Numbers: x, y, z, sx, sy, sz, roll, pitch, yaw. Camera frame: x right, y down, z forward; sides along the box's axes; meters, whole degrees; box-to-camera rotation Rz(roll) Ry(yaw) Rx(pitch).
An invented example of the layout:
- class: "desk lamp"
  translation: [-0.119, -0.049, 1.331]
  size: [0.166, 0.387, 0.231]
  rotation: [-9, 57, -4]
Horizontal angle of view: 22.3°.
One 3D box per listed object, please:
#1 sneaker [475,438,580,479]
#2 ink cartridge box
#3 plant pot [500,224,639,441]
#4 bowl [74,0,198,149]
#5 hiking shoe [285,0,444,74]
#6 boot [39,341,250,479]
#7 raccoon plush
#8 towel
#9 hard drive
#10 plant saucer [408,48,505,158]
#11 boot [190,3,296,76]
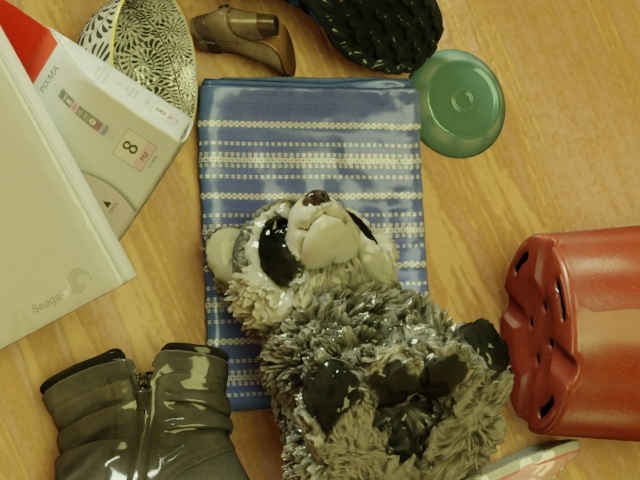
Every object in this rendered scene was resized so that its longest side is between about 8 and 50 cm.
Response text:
- class: "sneaker"
  translation: [0.214, 0.253, 1.671]
  size: [0.134, 0.051, 0.070]
  rotation: [-19, 91, -20]
- class: "ink cartridge box"
  translation: [-0.259, -0.091, 1.457]
  size: [0.232, 0.189, 0.066]
  rotation: [31, 29, -10]
- class: "plant pot"
  translation: [0.338, 0.094, 1.643]
  size: [0.265, 0.272, 0.272]
  rotation: [0, 81, -14]
- class: "bowl"
  translation: [-0.189, -0.157, 1.542]
  size: [0.170, 0.080, 0.170]
  rotation: [-2, 90, -67]
- class: "hiking shoe"
  translation: [0.002, -0.277, 1.635]
  size: [0.304, 0.132, 0.113]
  rotation: [29, 111, -35]
- class: "boot"
  translation: [-0.225, 0.228, 1.475]
  size: [0.338, 0.118, 0.222]
  rotation: [-14, 70, -12]
- class: "raccoon plush"
  translation: [-0.011, 0.169, 1.540]
  size: [0.216, 0.299, 0.446]
  rotation: [1, 117, -34]
- class: "towel"
  translation: [0.000, 0.000, 1.628]
  size: [0.243, 0.040, 0.336]
  rotation: [-1, 83, -21]
- class: "hard drive"
  translation: [-0.320, -0.057, 1.444]
  size: [0.203, 0.040, 0.307]
  rotation: [-27, 93, 21]
- class: "plant saucer"
  translation: [0.148, -0.147, 1.722]
  size: [0.119, 0.021, 0.119]
  rotation: [3, 81, -21]
- class: "boot"
  translation: [-0.078, -0.197, 1.620]
  size: [0.087, 0.118, 0.042]
  rotation: [-2, 63, 13]
